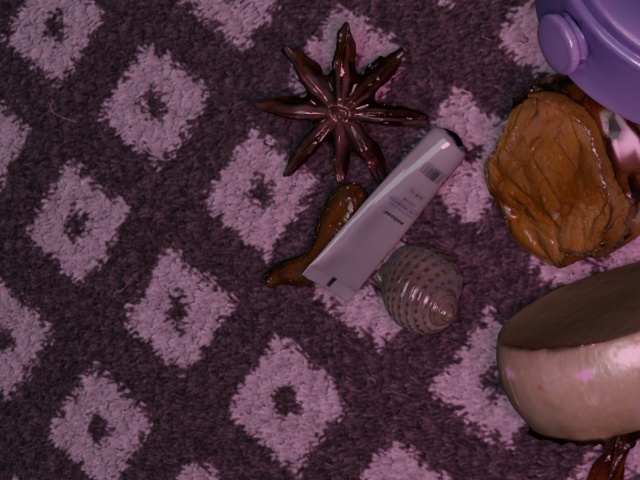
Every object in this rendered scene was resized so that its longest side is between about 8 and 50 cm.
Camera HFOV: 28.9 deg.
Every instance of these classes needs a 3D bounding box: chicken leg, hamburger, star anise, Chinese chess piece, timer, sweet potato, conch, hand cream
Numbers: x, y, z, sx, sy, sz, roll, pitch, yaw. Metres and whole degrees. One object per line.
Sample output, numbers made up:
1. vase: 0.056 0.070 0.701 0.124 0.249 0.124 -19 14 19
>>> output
1. chicken leg: 0.420 0.359 1.829 0.113 0.093 0.304 17 91 31
2. hamburger: 0.368 -0.108 1.786 0.265 0.134 0.285 61 150 1
3. star anise: 0.033 -0.202 1.973 0.288 0.088 0.288 3 102 13
4. Chinese chess piece: 0.415 0.145 1.693 0.349 0.349 0.146 -19 100 19
5. timer: 0.451 -0.315 1.626 0.395 0.173 0.395 3 67 -6
6. sweet potato: 0.003 0.005 1.996 0.081 0.062 0.233 47 108 24
7. conch: 0.153 0.070 1.922 0.153 0.102 0.135 40 87 17
8. hand cream: 0.109 -0.042 1.941 0.320 0.109 0.067 -51 37 10
